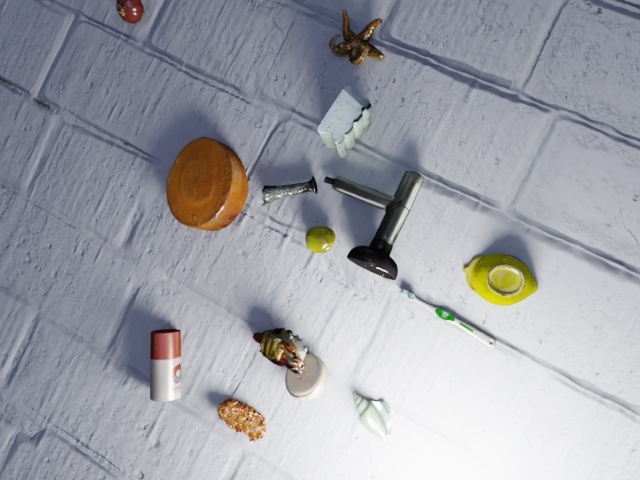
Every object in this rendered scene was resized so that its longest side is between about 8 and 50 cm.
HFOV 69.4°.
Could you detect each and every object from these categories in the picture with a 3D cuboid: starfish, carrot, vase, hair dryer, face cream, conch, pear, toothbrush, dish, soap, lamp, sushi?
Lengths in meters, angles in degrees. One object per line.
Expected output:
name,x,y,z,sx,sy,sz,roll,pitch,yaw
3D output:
starfish,0.126,-0.612,1.410,0.190,0.074,0.146,33,96,12
carrot,-0.369,-0.185,1.498,0.259,0.100,0.306,-7,78,14
vase,-0.094,-0.158,1.444,0.167,0.059,0.059,-9,85,12
hair dryer,0.137,-0.066,1.391,0.284,0.156,0.319,10,76,33
face cream,-0.497,0.398,1.485,0.096,0.096,0.213,-2,86,12
conch,0.153,0.512,1.360,0.180,0.088,0.065,52,142,4
pear,0.000,0.000,1.400,0.092,0.097,0.092,-4,112,-9
toothbrush,0.368,0.222,1.341,0.304,0.030,0.030,30,94,10
dish,0.506,0.108,1.288,0.208,0.080,0.148,13,89,11
soap,0.069,-0.331,1.320,0.094,0.261,0.150,38,94,2
lamp,-0.655,-0.800,1.587,0.101,0.090,0.101,18,120,35
sushi,-0.119,0.313,1.387,0.226,0.103,0.097,17,123,39

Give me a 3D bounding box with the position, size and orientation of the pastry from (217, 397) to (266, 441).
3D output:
pastry,-0.237,0.550,1.441,0.170,0.063,0.087,31,103,7

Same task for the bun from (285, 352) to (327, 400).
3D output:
bun,-0.032,0.415,1.388,0.138,0.094,0.138,-17,53,24
